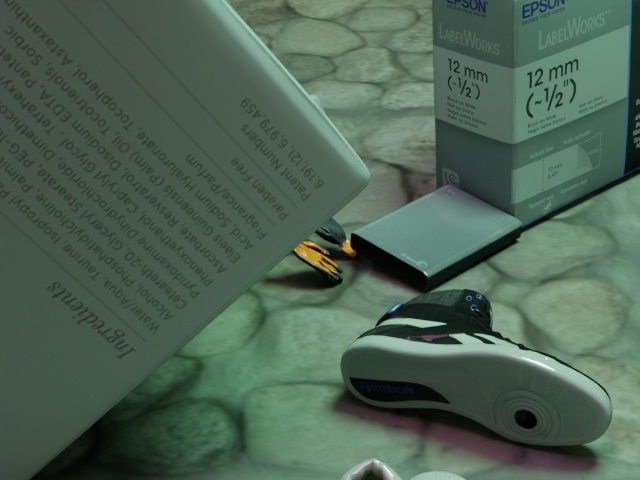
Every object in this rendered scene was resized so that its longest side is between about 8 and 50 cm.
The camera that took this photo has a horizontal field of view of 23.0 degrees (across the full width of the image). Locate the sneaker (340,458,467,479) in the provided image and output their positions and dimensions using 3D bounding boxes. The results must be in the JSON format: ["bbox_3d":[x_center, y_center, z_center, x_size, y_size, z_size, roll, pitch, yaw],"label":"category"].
[{"bbox_3d":[0.055,0.189,0.952,0.108,0.169,0.292,3,27,14],"label":"sneaker"}]

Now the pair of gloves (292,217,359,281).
[{"bbox_3d":[0.000,0.000,1.426,0.074,0.010,0.083,39,33,-4],"label":"pair of gloves"}]

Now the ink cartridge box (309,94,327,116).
[{"bbox_3d":[-0.215,-0.026,1.496,0.385,0.091,0.308,-6,24,31],"label":"ink cartridge box"}]

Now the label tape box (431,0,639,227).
[{"bbox_3d":[0.230,-0.215,1.500,0.249,0.347,0.115,-24,35,-35],"label":"label tape box"}]

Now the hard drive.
[{"bbox_3d":[0.107,-0.004,1.449,0.094,0.022,0.135,31,42,35],"label":"hard drive"}]

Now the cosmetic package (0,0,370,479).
[{"bbox_3d":[-0.248,-0.082,1.139,0.394,0.327,0.329,-42,36,2],"label":"cosmetic package"}]

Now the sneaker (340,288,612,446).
[{"bbox_3d":[0.136,0.086,1.228,0.217,0.079,0.121,11,32,25],"label":"sneaker"}]
